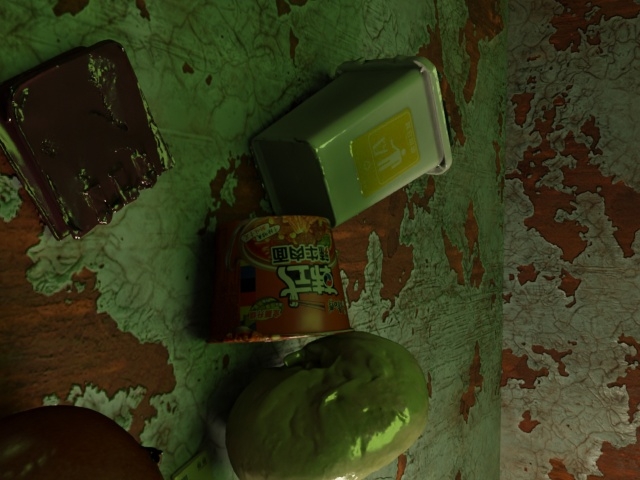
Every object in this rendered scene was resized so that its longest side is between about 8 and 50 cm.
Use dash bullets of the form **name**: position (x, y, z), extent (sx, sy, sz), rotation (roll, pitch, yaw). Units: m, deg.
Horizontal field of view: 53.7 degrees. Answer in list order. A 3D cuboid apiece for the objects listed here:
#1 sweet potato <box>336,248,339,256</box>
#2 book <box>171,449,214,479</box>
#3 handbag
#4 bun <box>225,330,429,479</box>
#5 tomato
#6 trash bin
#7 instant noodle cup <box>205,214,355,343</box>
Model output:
- **sweet potato**: position (-0.009, 0.005, 1.251), extent (0.058, 0.078, 0.255), rotation (61, 3, -9)
- **book**: position (-0.207, 0.418, 1.056), extent (0.077, 0.014, 0.110), rotation (-31, 116, -51)
- **handbag**: position (-0.306, -0.132, 0.825), extent (0.203, 0.074, 0.216), rotation (-52, 134, -43)
- **bun**: position (0.007, 0.283, 1.096), extent (0.361, 0.361, 0.213), rotation (-20, 90, -56)
- **tomato**: position (-0.287, 0.354, 0.649), extent (0.273, 0.341, 0.341), rotation (-23, 111, -40)
- **trash bin**: position (0.050, -0.194, 1.250), extent (0.368, 0.296, 0.255), rotation (-38, 125, -34)
- **instant noodle cup**: position (-0.074, 0.067, 1.061), extent (0.250, 0.250, 0.192), rotation (6, 78, -58)
